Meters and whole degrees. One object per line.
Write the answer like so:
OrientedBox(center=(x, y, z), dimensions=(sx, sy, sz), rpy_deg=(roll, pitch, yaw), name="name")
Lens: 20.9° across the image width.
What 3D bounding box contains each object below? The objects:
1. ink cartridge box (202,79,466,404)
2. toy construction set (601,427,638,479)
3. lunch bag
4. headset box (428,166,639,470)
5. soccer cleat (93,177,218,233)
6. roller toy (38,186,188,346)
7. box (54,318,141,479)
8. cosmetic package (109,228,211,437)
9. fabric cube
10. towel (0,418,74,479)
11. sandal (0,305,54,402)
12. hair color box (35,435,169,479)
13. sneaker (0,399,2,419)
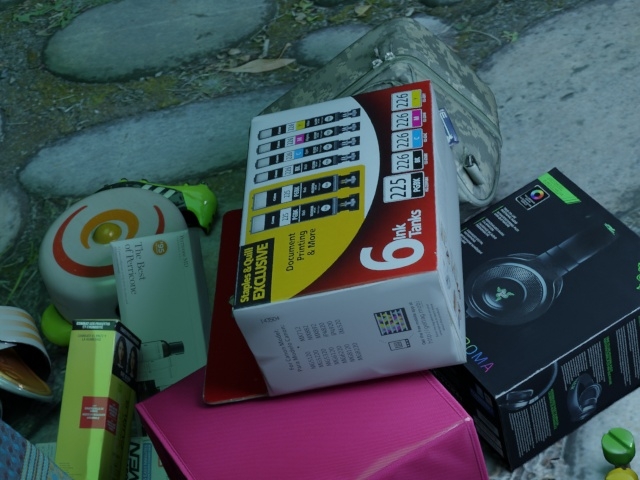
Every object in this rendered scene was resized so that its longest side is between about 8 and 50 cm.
OrientedBox(center=(0.000, 0.000, 1.764), dimensions=(0.271, 0.130, 0.309), rpy_deg=(-12, 39, 11), name="ink cartridge box")
OrientedBox(center=(0.345, 0.283, 1.657), dimensions=(0.257, 0.237, 0.309), rpy_deg=(9, 50, 25), name="toy construction set")
OrientedBox(center=(0.064, -0.079, 2.061), dimensions=(0.305, 0.212, 0.256), rpy_deg=(-33, 35, 27), name="lunch bag")
OrientedBox(center=(0.251, 0.078, 1.970), dimensions=(0.283, 0.131, 0.246), rpy_deg=(-30, 45, -14), name="headset box")
OrientedBox(center=(-0.223, -0.041, 2.293), dimensions=(0.179, 0.060, 0.072), rpy_deg=(1, 59, 17), name="soccer cleat")
OrientedBox(center=(-0.247, 0.032, 2.158), dimensions=(0.191, 0.146, 0.209), rpy_deg=(0, 46, 17), name="roller toy")
OrientedBox(center=(-0.247, 0.208, 1.909), dimensions=(0.058, 0.087, 0.232), rpy_deg=(0, 69, 14), name="box")
OrientedBox(center=(-0.176, 0.112, 2.015), dimensions=(0.099, 0.060, 0.239), rpy_deg=(-10, 87, 6), name="cosmetic package")
OrientedBox(center=(0.006, 0.253, 1.778), dimensions=(0.258, 0.259, 0.254), rpy_deg=(-31, 44, -14), name="fabric cube")
OrientedBox(center=(-0.231, 0.368, 1.671), dimensions=(0.040, 0.370, 0.271), rpy_deg=(-23, 40, 25), name="towel")
OrientedBox(center=(-0.405, 0.107, 2.153), dimensions=(0.265, 0.102, 0.076), rpy_deg=(41, 102, 43), name="sandal")
OrientedBox(center=(-0.237, 0.273, 1.958), dimensions=(0.167, 0.053, 0.093), rpy_deg=(-6, 71, 13), name="hair color box")
OrientedBox(center=(-0.515, 0.243, 2.055), dimensions=(0.296, 0.112, 0.131), rpy_deg=(-38, 48, -20), name="sneaker")
